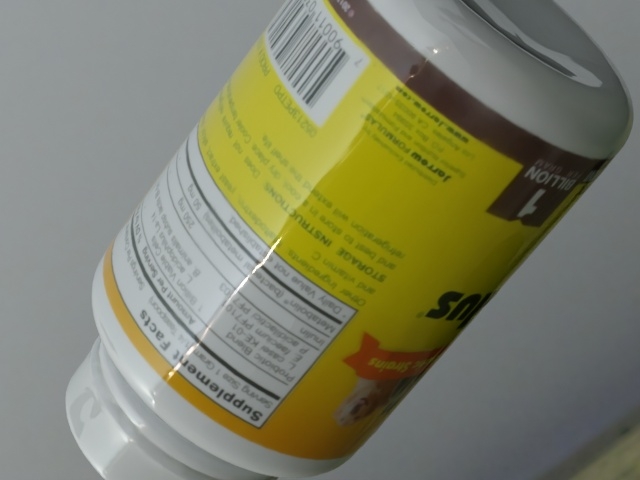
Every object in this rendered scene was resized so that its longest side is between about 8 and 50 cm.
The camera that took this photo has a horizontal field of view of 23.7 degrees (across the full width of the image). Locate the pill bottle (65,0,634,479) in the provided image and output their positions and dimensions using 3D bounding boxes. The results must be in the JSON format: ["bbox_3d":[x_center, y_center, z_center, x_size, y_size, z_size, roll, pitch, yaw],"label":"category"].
[{"bbox_3d":[0.000,0.000,0.531,0.215,0.117,0.117,-51,-18,24],"label":"pill bottle"}]
